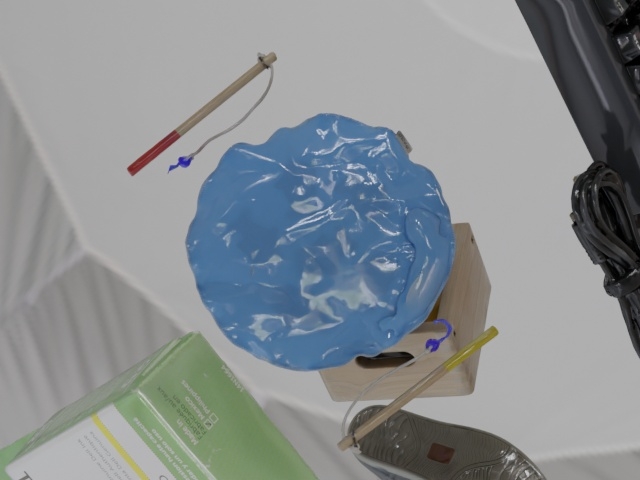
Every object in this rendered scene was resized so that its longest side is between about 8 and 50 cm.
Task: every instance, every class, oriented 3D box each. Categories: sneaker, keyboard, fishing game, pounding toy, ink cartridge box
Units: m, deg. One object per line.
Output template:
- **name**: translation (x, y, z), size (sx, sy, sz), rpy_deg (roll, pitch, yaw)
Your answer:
- **sneaker**: translation (0.139, 0.237, 1.516), size (0.083, 0.222, 0.118), rpy_deg (-57, -29, -18)
- **keyboard**: translation (0.105, -0.013, 0.425), size (0.023, 0.180, 0.108), rpy_deg (-15, 21, 43)
- **fishing game**: translation (0.000, 0.000, 1.068), size (0.189, 0.264, 0.041), rpy_deg (-41, -11, -7)
- **pounding toy**: translation (0.039, 0.051, 1.122), size (0.130, 0.141, 0.100), rpy_deg (-74, -29, -43)
- **ink cartridge box**: translation (-0.083, 0.156, 0.740), size (0.235, 0.171, 0.056), rpy_deg (-32, 10, 44)
